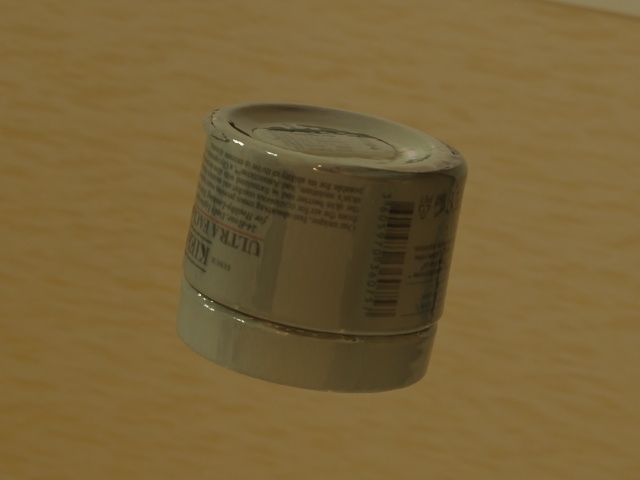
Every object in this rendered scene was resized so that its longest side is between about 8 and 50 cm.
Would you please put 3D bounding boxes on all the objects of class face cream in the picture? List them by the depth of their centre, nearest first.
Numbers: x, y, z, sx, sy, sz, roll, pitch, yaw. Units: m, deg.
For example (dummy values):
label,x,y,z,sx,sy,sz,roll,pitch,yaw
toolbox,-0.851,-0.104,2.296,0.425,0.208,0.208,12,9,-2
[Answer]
label,x,y,z,sx,sy,sz,roll,pitch,yaw
face cream,0.000,0.000,1.200,0.177,0.177,0.153,-52,-28,-74
